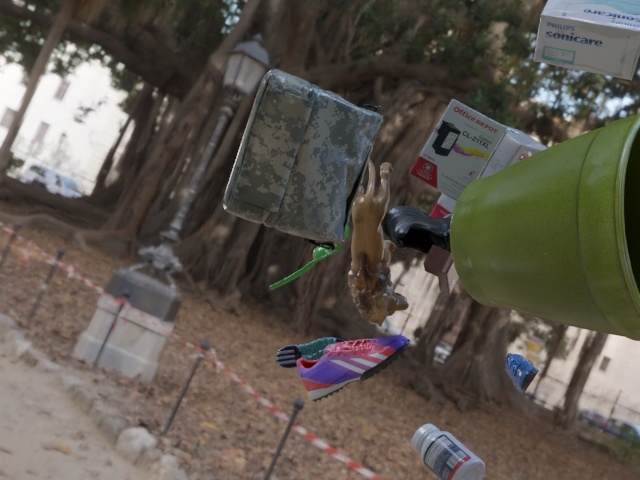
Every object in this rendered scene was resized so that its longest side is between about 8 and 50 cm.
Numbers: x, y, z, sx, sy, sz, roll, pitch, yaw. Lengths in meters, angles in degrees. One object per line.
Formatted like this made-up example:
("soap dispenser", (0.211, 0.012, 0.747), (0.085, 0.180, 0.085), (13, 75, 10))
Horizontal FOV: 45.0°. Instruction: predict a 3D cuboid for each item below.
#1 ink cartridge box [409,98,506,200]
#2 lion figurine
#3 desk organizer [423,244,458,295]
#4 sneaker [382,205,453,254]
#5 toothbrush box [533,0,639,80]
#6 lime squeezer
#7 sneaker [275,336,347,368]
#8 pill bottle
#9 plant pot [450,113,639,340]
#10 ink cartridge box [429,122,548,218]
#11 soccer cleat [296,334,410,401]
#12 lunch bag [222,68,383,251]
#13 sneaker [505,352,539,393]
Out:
("ink cartridge box", (0.280, -0.180, 1.572), (0.127, 0.175, 0.072), (31, 6, 12))
("lion figurine", (0.120, -0.007, 1.871), (0.142, 0.392, 0.240), (-7, 24, 14))
("desk organizer", (0.237, 0.058, 1.513), (0.050, 0.047, 0.130), (24, -15, 20))
("sneaker", (0.289, -0.008, 1.776), (0.286, 0.109, 0.130), (-1, 26, -4))
("toothbrush box", (0.621, -0.506, 1.713), (0.216, 0.296, 0.126), (16, -40, 19))
("lime squeezer", (0.000, 0.000, 1.773), (0.109, 0.311, 0.059), (26, 6, -19))
("sneaker", (-0.017, 0.319, 2.177), (0.223, 0.083, 0.098), (-1, -13, -9))
("pill bottle", (0.319, 0.550, 1.962), (0.108, 0.108, 0.180), (29, 5, -42))
("plant pot", (0.420, -0.008, 1.283), (0.366, 0.367, 0.352), (28, -23, -37))
("ink cartridge box", (0.434, -0.133, 1.978), (0.131, 0.306, 0.226), (42, 24, 30))
("soccer cleat", (0.076, 0.295, 1.930), (0.116, 0.318, 0.108), (60, 28, 3))
("lunch bag", (-0.034, -0.154, 1.520), (0.255, 0.305, 0.212), (18, 4, -8))
("sneaker", (0.475, 0.313, 1.860), (0.082, 0.069, 0.209), (37, 5, 14))
